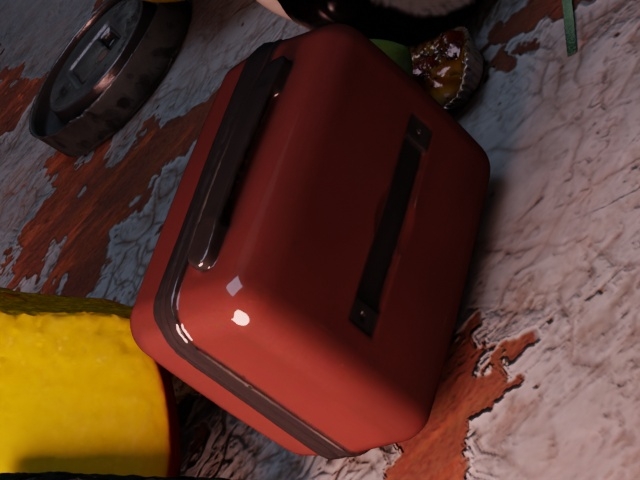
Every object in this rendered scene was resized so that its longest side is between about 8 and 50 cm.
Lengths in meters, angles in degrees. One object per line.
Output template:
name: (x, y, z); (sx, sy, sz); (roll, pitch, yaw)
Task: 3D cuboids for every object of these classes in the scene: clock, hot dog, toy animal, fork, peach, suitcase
clock: (-0.325, -0.270, 1.909); (0.319, 0.066, 0.319); (-34, 34, 27)
hot dog: (0.077, -0.147, 1.218); (0.191, 0.059, 0.108); (-20, 46, 40)
toy animal: (0.019, -0.324, 1.295); (0.310, 0.251, 0.251); (14, 69, 56)
fork: (0.226, -0.254, 1.160); (0.039, 0.021, 0.235); (-34, 33, 35)
peach: (-0.262, 0.195, 1.133); (0.306, 0.242, 0.381); (132, 141, -56)
suitcase: (0.000, 0.000, 0.978); (0.161, 0.236, 0.297); (-17, 45, 45)

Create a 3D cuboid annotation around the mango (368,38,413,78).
mango: (-0.005, -0.090, 1.177); (0.137, 0.091, 0.238); (28, 97, 25)

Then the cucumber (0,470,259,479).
cucumber: (-0.145, 0.217, 0.964); (0.062, 0.211, 0.078); (125, 149, -64)

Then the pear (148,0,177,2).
pear: (-0.217, -0.453, 1.774); (0.340, 0.191, 0.386); (-33, 42, -25)

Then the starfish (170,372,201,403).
starfish: (-0.130, 0.102, 1.242); (0.247, 0.050, 0.138); (-25, 37, 34)
